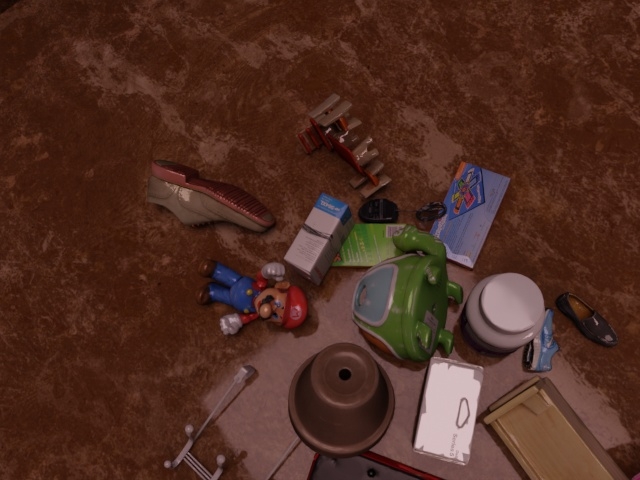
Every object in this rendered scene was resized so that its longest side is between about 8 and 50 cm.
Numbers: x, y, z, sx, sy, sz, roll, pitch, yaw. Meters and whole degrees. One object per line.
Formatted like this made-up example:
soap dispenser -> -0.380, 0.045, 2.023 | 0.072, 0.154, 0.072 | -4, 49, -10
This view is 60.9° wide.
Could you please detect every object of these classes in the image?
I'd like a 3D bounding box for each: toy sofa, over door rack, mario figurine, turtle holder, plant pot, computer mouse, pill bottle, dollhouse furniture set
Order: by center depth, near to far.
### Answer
toy sofa -> 0.549, 0.497, 1.225 | 0.150, 0.177, 0.362 | -43, 69, 20
pill bottle -> 0.417, 0.171, 1.256 | 0.169, 0.301, 0.169 | -3, 71, 8
plant pot -> 0.048, 0.347, 1.263 | 0.263, 0.229, 0.263 | 0, 58, 0
turtle holder -> 0.203, 0.127, 1.335 | 0.227, 0.243, 0.320 | 4, 97, 34
over door rack -> -0.204, 0.502, 1.349 | 0.239, 0.108, 0.324 | 36, 80, 17
mario figurine -> -0.186, 0.150, 1.423 | 0.321, 0.198, 0.170 | 15, 53, 19
computer mouse -> 0.226, -0.077, 1.506 | 0.242, 0.041, 0.071 | 1, 66, 12
dollhouse furniture set -> 0.044, -0.261, 1.507 | 0.135, 0.262, 0.259 | -36, 36, -2

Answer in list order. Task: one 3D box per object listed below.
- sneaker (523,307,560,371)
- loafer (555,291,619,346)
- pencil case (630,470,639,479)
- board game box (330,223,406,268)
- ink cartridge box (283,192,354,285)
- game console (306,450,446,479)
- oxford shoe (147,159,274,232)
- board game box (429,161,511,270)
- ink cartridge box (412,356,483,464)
sneaker -> 0.554, 0.247, 1.348 | 0.073, 0.063, 0.162 | 17, 79, -4
loafer -> 0.658, 0.194, 1.337 | 0.170, 0.061, 0.062 | 41, 81, 18
pencil case -> 0.739, 0.487, 1.120 | 0.284, 0.124, 0.124 | -8, 63, -40
board game box -> 0.105, 0.015, 1.502 | 0.260, 0.039, 0.124 | 1, 72, 8
ink cartridge box -> 0.000, 0.000, 1.429 | 0.086, 0.148, 0.203 | 28, 79, 17
game console -> 0.126, 0.687, 1.267 | 0.387, 0.060, 0.342 | 16, 78, 14
oxford shoe -> -0.321, -0.099, 1.582 | 0.397, 0.140, 0.146 | 25, 108, 11
board game box -> 0.400, -0.070, 1.487 | 0.145, 0.027, 0.281 | 23, 77, 15
ink cartridge box -> 0.279, 0.381, 1.222 | 0.115, 0.273, 0.198 | 11, 73, 13
